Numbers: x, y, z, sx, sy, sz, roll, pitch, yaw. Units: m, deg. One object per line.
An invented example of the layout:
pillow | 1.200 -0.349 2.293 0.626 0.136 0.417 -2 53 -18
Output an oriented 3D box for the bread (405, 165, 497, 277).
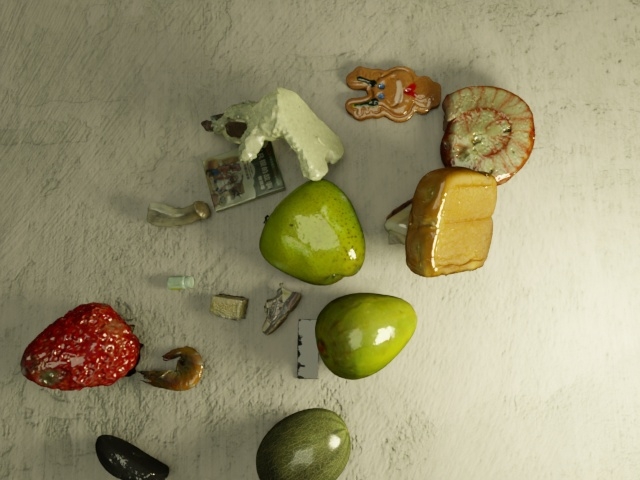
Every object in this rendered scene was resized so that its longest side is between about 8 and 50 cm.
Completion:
bread | 0.390 -0.063 1.480 0.148 0.337 0.328 16 109 46

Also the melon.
melon | -0.048 0.647 1.486 0.301 0.237 0.237 -33 80 2

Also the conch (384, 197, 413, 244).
conch | 0.317 -0.064 1.591 0.255 0.158 0.127 -33 101 -9

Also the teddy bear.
teddy bear | -0.175 -0.336 1.651 0.362 0.327 0.375 -24 110 43

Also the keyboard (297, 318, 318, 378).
keyboard | -0.041 0.364 1.637 0.074 0.015 0.196 0 83 3

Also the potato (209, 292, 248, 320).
potato | -0.316 0.228 1.666 0.122 0.061 0.086 9 86 9

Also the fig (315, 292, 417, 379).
fig | 0.144 0.278 1.515 0.326 0.258 0.258 -23 80 -15

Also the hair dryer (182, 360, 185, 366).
hair dryer | -0.464 0.455 1.672 0.047 0.026 0.083 -22 77 3

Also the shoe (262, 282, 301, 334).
shoe | -0.148 0.227 1.630 0.092 0.089 0.180 38 86 9

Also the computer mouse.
computer mouse | -0.630 0.736 1.599 0.269 0.137 0.086 24 80 11

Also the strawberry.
strawberry | -0.760 0.343 1.585 0.291 0.310 0.292 -2 80 11

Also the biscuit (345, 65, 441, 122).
biscuit | 0.250 -0.511 1.698 0.334 0.047 0.202 5 83 7

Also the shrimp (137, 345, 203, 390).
shrimp | -0.506 0.438 1.651 0.248 0.068 0.150 -9 58 13

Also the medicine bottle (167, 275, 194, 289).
medicine bottle | -0.489 0.148 1.704 0.083 0.047 0.047 -3 82 7

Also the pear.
pear | 0.000 0.000 1.570 0.318 0.238 0.342 42 89 19

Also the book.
book | -0.275 -0.234 1.736 0.264 0.027 0.202 -17 79 5

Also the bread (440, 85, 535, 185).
bread | 0.546 -0.338 1.604 0.295 0.114 0.328 2 82 6

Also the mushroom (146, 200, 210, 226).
mushroom | -0.500 -0.093 1.722 0.223 0.081 0.092 -1 102 4
